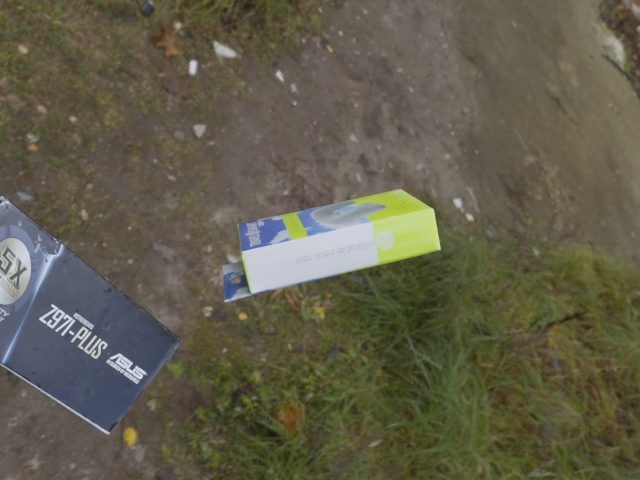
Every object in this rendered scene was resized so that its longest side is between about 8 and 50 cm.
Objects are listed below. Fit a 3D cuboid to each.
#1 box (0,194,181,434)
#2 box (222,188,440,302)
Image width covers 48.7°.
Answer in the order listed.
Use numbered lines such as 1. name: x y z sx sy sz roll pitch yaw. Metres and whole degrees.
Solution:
1. box: -0.204 0.037 0.484 0.147 0.180 0.077 47 70 -31
2. box: 0.000 0.000 0.605 0.109 0.178 0.042 -123 -159 -75
